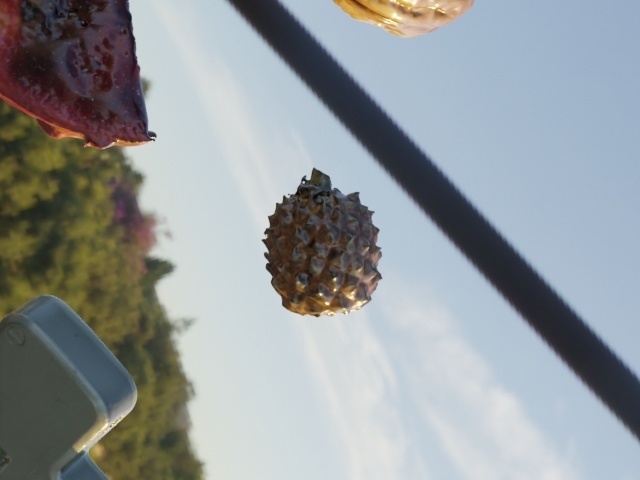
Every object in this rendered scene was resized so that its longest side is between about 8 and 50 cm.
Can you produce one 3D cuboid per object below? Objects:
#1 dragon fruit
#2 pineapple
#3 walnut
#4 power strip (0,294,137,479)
[{"bbox_3d":[-0.280,-0.201,1.218,0.134,0.212,0.262,146,-62,-71],"label":"dragon fruit"},{"bbox_3d":[0.000,0.000,1.592,0.166,0.166,0.193,-151,-123,-75],"label":"pineapple"},{"bbox_3d":[0.073,-0.269,1.162,0.144,0.180,0.144,-15,-109,52],"label":"walnut"},{"bbox_3d":[-0.252,0.188,1.056,0.193,0.265,0.059,48,30,1],"label":"power strip"}]
